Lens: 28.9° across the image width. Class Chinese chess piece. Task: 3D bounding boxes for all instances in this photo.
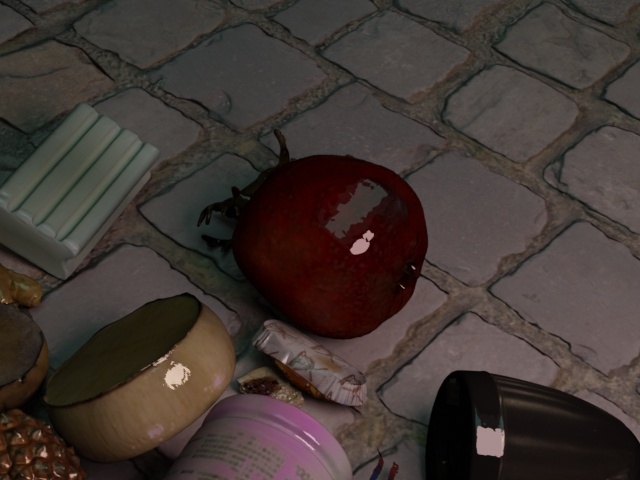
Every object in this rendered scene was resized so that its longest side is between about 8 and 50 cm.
[{"bbox_3d":[-0.235,0.178,1.622,0.257,0.104,0.257,-27,18,9],"label":"Chinese chess piece"}]

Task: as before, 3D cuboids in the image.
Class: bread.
[{"bbox_3d":[-0.070,0.214,1.738,0.070,0.035,0.083,-19,47,-26],"label":"bread"}]

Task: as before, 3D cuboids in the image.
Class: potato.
[{"bbox_3d":[-0.461,0.154,1.712,0.138,0.098,0.243,-27,47,-34],"label":"potato"}]

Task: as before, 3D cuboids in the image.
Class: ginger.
[{"bbox_3d":[-0.538,0.016,1.863,0.118,0.065,0.299,-16,48,-46],"label":"ginger"}]

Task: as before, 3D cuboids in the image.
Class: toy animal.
[{"bbox_3d":[-0.058,-0.074,1.996,0.243,0.087,0.260,9,42,6],"label":"toy animal"}]

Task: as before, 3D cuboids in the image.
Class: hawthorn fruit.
[{"bbox_3d":[0.000,0.000,1.811,0.307,0.265,0.265,20,46,19],"label":"hawthorn fruit"}]

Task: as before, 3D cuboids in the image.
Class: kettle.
[{"bbox_3d":[0.287,0.288,1.622,0.271,0.251,0.207,8,75,-9],"label":"kettle"}]

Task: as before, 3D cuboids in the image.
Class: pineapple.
[{"bbox_3d":[-0.360,0.309,1.520,0.193,0.166,0.166,39,53,21],"label":"pineapple"}]

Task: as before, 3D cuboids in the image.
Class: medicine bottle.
[{"bbox_3d":[-0.117,0.361,1.460,0.212,0.212,0.325,21,47,15],"label":"medicine bottle"}]

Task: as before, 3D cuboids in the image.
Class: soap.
[{"bbox_3d":[-0.387,-0.081,1.941,0.160,0.087,0.265,31,47,0],"label":"soap"}]

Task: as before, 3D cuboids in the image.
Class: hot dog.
[{"bbox_3d":[-0.014,0.177,1.753,0.192,0.053,0.099,32,23,17],"label":"hot dog"}]

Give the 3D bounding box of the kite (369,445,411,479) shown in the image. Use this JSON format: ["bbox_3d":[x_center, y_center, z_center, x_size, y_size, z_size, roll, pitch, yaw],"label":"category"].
[{"bbox_3d":[0.069,0.368,1.562,0.015,0.141,0.245,-25,25,32],"label":"kite"}]
